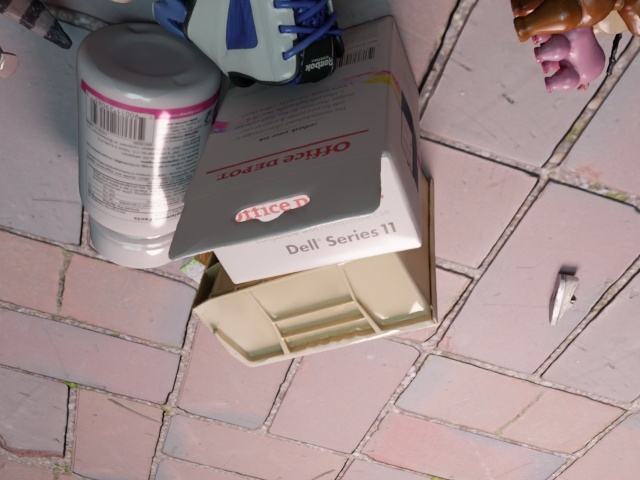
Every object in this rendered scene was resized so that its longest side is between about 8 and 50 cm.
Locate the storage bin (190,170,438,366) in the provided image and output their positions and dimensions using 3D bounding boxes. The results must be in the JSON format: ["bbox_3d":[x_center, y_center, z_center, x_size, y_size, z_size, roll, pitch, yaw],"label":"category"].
[{"bbox_3d":[0.000,0.000,0.821,0.260,0.262,0.123,-17,126,22],"label":"storage bin"}]

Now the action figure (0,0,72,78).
[{"bbox_3d":[-0.440,-0.277,0.670,0.330,0.341,0.178,27,174,-6],"label":"action figure"}]

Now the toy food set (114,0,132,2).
[{"bbox_3d":[-0.233,-0.395,0.573,0.306,0.092,0.220,37,117,-21],"label":"toy food set"}]

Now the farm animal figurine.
[{"bbox_3d":[0.234,-0.298,0.555,0.172,0.330,0.326,-17,99,25],"label":"farm animal figurine"}]

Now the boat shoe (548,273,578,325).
[{"bbox_3d":[0.374,0.092,1.007,0.035,0.035,0.100,5,126,8],"label":"boat shoe"}]

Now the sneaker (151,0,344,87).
[{"bbox_3d":[-0.029,-0.258,0.634,0.182,0.127,0.315,50,138,2],"label":"sneaker"}]

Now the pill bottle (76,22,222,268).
[{"bbox_3d":[-0.219,-0.108,0.824,0.160,0.160,0.283,14,132,-5],"label":"pill bottle"}]

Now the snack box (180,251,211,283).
[{"bbox_3d":[-0.133,0.012,0.932,0.100,0.141,0.037,37,127,-24],"label":"snack box"}]

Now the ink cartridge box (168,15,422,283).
[{"bbox_3d":[-0.007,-0.082,0.686,0.207,0.353,0.119,-12,129,18],"label":"ink cartridge box"}]
